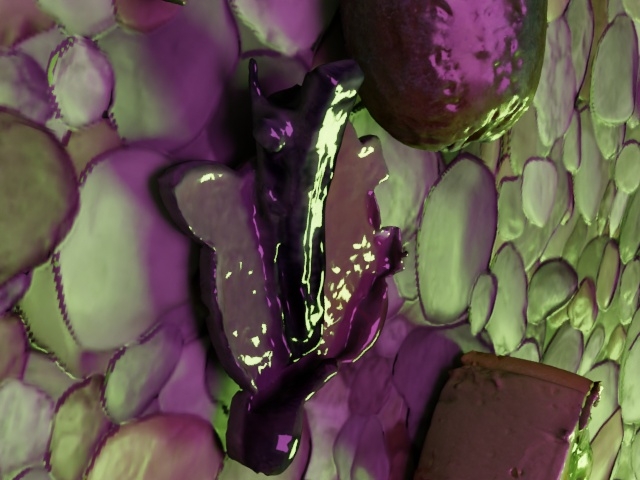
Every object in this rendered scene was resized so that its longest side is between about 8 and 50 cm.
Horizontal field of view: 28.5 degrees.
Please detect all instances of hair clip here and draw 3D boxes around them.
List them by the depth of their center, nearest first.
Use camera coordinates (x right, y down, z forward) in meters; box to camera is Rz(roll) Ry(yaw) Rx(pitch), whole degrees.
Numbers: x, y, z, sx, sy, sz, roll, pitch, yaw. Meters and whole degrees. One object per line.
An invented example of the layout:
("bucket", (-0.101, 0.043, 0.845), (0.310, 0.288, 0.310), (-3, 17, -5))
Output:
("hair clip", (-0.007, -0.002, 0.596), (0.146, 0.056, 0.187), (-37, 135, -44))

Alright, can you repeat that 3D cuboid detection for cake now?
("cake", (0.122, 0.153, 0.804), (0.225, 0.090, 0.109), (67, 42, -62))

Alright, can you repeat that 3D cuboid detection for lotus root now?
("lotus root", (0.062, -0.138, 0.617), (0.113, 0.088, 0.192), (-18, 112, -43))

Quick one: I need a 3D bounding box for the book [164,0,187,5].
("book", (-0.102, -0.235, 0.426), (0.289, 0.026, 0.201), (33, 74, -52))
